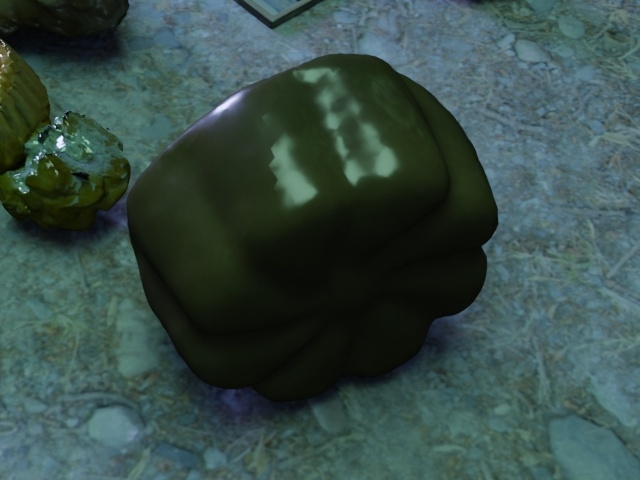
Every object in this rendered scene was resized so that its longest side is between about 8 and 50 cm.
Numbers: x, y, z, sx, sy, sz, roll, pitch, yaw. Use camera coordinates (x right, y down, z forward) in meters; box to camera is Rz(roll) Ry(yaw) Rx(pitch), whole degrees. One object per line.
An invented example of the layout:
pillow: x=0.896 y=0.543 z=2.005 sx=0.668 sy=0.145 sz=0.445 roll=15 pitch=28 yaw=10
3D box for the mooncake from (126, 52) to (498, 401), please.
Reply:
mooncake: x=0.000 y=0.000 z=1.253 sx=0.378 sy=0.378 sz=0.201 roll=-19 pitch=58 yaw=-18

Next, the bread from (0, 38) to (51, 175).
bread: x=-0.456 y=-0.170 z=1.516 sx=0.239 sy=0.139 sz=0.240 roll=3 pitch=49 yaw=-4

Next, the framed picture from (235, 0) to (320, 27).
framed picture: x=-0.083 y=-0.400 z=1.805 sx=0.150 sy=0.015 sz=0.203 roll=-33 pitch=59 yaw=-27

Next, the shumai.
shumai: x=-0.437 y=-0.383 z=1.645 sx=0.283 sy=0.217 sz=0.346 roll=-23 pitch=57 yaw=-21

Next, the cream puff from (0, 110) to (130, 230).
cream puff: x=-0.308 y=-0.074 z=1.459 sx=0.156 sy=0.121 sz=0.156 roll=-33 pitch=33 yaw=24
